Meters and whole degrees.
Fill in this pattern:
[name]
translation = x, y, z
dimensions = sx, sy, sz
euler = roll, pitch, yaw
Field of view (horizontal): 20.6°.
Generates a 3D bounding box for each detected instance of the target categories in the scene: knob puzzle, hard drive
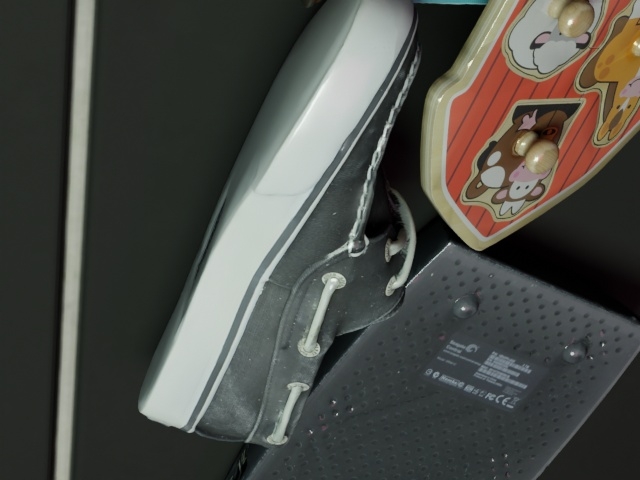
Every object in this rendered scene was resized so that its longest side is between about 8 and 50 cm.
[knob puzzle]
translation = 0.126, -0.068, 0.889
dimensions = 0.213, 0.030, 0.213
euler = -30, 146, -22
[hard drive]
translation = 0.056, 0.105, 1.038
dimensions = 0.172, 0.054, 0.254
euler = 22, 118, -29

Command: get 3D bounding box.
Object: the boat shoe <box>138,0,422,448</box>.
[boat shoe]
translation = 0.000, 0.000, 0.881
dimensions = 0.102, 0.108, 0.301
euler = 21, 128, -8

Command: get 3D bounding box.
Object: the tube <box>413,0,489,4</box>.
[tube]
translation = 0.097, -0.202, 0.793
dimensions = 0.080, 0.052, 0.207
euler = 2, 119, -20

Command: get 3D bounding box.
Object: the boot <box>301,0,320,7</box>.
[boot]
translation = 0.050, -0.156, 0.847
dimensions = 0.114, 0.037, 0.106
euler = 0, 129, -22
